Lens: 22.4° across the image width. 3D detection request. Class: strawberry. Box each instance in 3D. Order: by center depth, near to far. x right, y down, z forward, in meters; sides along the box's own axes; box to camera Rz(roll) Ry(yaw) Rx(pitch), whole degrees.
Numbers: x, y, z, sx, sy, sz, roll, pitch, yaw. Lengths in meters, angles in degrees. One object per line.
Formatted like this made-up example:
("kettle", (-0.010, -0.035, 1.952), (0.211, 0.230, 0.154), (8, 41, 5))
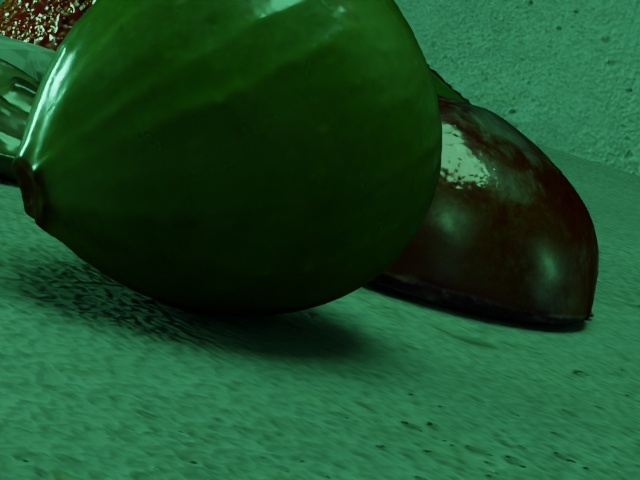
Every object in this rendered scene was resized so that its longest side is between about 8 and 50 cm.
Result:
("strawberry", (-0.356, -0.333, 2.444), (0.257, 0.261, 0.261), (15, 6, -41))

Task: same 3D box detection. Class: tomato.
("tomato", (0.152, -0.039, 1.575), (0.289, 0.176, 0.335), (21, 9, 16))

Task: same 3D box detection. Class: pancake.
("pancake", (-0.343, -0.134, 1.624), (0.294, 0.049, 0.294), (25, 21, -10))

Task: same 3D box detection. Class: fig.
("fig", (-0.076, -0.080, 1.180), (0.316, 0.316, 0.316), (14, 9, -2))

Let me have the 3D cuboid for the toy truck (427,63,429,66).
("toy truck", (0.155, -0.176, 2.342), (0.286, 0.111, 0.136), (48, 19, 14))

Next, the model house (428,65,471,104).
("model house", (0.098, -0.102, 1.813), (0.294, 0.154, 0.207), (39, 17, -25))

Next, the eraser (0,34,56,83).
("eraser", (-0.466, -0.215, 1.995), (0.213, 0.082, 0.397), (15, 9, 12))
